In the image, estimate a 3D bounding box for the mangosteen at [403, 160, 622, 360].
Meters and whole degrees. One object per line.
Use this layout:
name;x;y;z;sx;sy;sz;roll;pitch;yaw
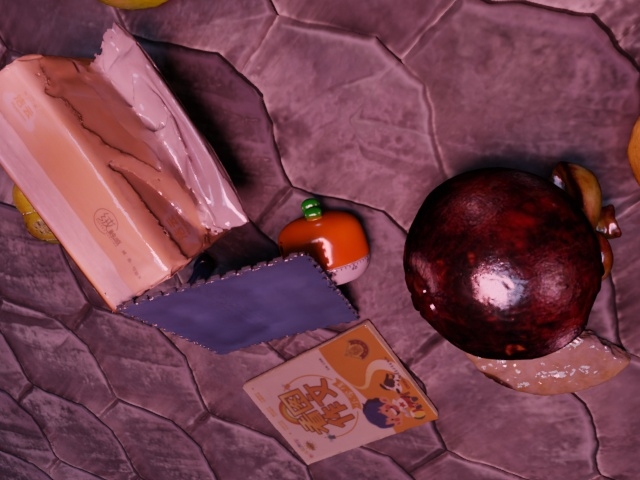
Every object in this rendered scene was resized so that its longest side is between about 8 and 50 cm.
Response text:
mangosteen;0.228;0.017;0.520;0.265;0.228;0.228;-22;106;-6

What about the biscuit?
biscuit;0.292;0.157;0.648;0.250;0.032;0.133;24;116;6

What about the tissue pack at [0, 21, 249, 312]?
tissue pack;-0.249;-0.103;0.613;0.238;0.238;0.305;-29;99;25

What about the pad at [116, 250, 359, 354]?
pad;-0.097;0.104;0.641;0.269;0.012;0.270;-15;149;11

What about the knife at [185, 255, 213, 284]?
knife;-0.221;0.071;0.778;0.031;0.018;0.121;22;124;-30

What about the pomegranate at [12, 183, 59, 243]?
pomegranate;-0.418;-0.082;0.721;0.143;0.122;0.169;-26;108;5

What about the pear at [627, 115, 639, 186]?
pear;0.412;-0.089;0.437;0.178;0.178;0.178;6;113;15

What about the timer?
timer;0.000;0.000;0.638;0.136;0.099;0.136;2;113;4

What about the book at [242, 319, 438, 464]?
book;0.026;0.281;0.791;0.295;0.020;0.208;-34;99;26

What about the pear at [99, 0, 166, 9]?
pear;-0.290;-0.480;0.496;0.398;0.165;0.399;6;113;15
